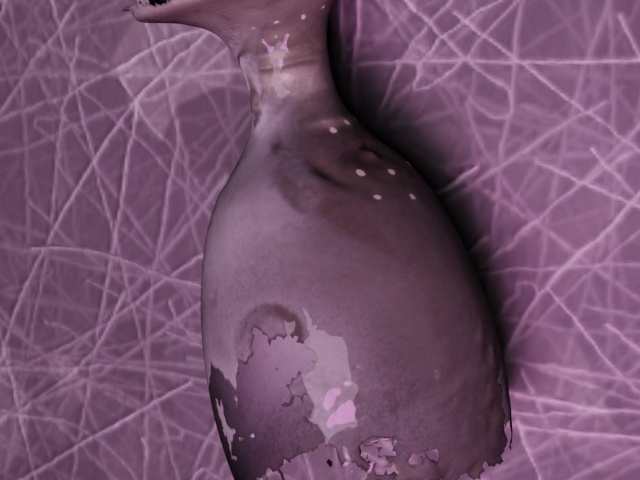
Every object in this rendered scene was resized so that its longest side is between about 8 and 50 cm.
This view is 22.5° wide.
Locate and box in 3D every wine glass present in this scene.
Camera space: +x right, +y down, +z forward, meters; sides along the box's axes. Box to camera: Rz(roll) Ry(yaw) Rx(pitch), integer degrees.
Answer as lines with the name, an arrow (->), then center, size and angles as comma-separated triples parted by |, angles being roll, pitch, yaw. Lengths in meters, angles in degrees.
wine glass -> 0.003, -0.003, 0.987 | 0.190, 0.190, 0.357 | -9, 95, 21
